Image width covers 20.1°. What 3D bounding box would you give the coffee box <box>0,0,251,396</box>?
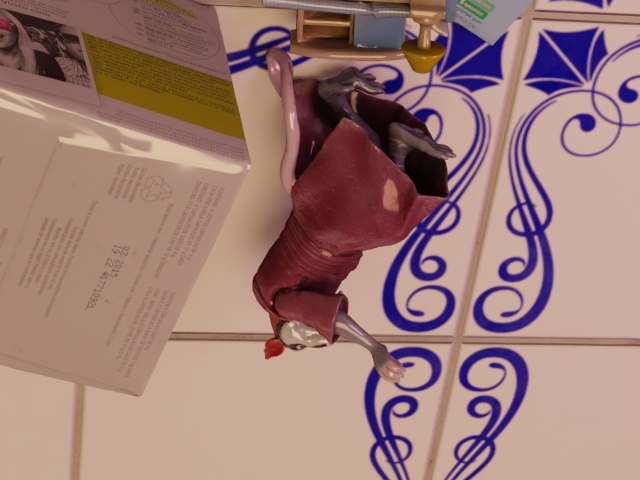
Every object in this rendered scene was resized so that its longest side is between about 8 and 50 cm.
[{"bbox_3d":[-0.307,-0.090,1.966,0.338,0.334,0.337,15,122,-22],"label":"coffee box"}]

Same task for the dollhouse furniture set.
[{"bbox_3d":[-0.010,-0.238,1.890,0.286,0.303,0.198,2,121,-1],"label":"dollhouse furniture set"}]

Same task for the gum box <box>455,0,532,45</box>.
[{"bbox_3d":[0.194,-0.333,2.045,0.157,0.041,0.184,29,118,-26],"label":"gum box"}]

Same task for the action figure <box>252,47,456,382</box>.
[{"bbox_3d":[0.000,0.000,2.139,0.275,0.248,0.370,19,119,-21],"label":"action figure"}]
